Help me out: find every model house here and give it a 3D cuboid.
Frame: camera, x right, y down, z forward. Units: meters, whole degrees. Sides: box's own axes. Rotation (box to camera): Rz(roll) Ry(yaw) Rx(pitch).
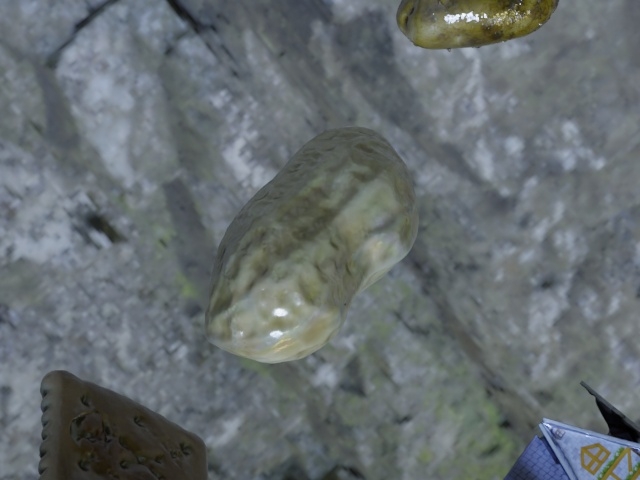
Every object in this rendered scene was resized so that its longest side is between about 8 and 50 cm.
[{"bbox_3d":[0.133,0.140,0.616,0.088,0.167,0.117,37,179,13],"label":"model house"}]

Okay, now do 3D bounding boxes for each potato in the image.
[{"bbox_3d":[0.079,-0.116,0.597,0.051,0.083,0.040,-118,14,-76],"label":"potato"}]

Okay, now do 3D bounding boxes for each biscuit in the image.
[{"bbox_3d":[-0.181,0.278,1.154,0.217,0.044,0.325,32,-150,-31],"label":"biscuit"}]

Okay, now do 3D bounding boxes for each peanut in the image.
[{"bbox_3d":[0.000,0.000,1.113,0.152,0.313,0.152,17,127,23],"label":"peanut"}]
